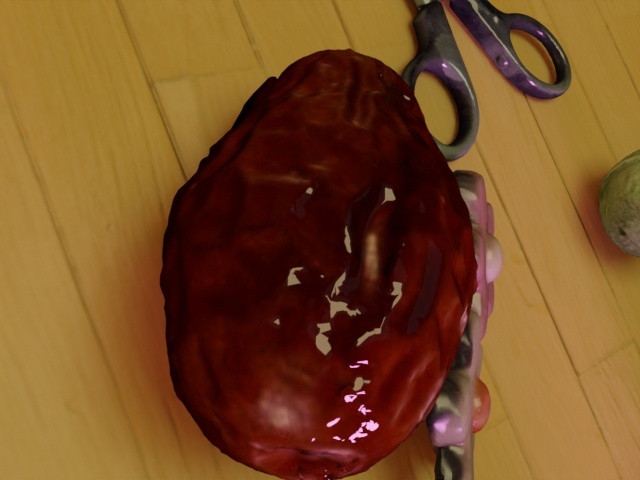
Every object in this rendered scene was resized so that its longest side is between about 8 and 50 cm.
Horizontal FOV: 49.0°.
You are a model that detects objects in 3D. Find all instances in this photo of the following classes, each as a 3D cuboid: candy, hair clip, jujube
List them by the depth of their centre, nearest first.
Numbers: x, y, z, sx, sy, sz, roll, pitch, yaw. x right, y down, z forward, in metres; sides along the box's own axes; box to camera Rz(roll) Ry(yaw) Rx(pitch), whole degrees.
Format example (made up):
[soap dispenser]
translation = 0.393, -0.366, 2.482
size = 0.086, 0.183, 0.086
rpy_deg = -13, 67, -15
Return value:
[jujube]
translation = 0.000, 0.000, 0.444
size = 0.197, 0.197, 0.290
rpy_deg = 25, 47, -22
[hair clip]
translation = 0.103, 0.068, 0.537
size = 0.146, 0.075, 0.256
rpy_deg = 54, 49, -52
[candy]
translation = 0.446, -0.092, 0.810
size = 0.440, 0.119, 0.119
rpy_deg = -28, 89, -42

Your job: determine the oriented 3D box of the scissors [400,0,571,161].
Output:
[scissors]
translation = 0.095, -0.276, 0.689
size = 0.256, 0.029, 0.383
rpy_deg = -34, 94, -34
